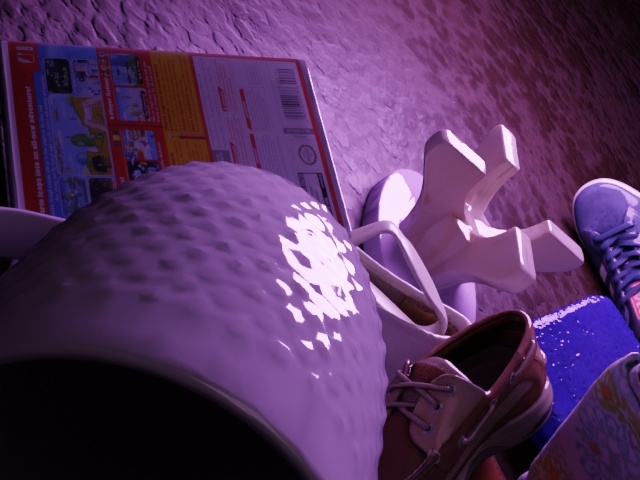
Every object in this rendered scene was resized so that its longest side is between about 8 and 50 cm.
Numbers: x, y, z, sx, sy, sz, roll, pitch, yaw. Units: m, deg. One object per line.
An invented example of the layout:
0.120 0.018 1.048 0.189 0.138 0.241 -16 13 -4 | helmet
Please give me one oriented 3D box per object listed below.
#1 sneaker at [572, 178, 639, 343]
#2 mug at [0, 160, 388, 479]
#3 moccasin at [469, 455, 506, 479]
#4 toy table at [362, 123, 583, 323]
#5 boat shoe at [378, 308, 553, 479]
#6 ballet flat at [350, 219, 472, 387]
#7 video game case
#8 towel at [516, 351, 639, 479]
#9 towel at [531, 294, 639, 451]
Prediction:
0.481 0.068 1.728 0.350 0.131 0.148 59 27 4 | sneaker
-0.135 0.078 0.775 0.374 0.276 0.328 20 30 0 | mug
0.221 0.357 1.082 0.139 0.147 0.380 -2 63 -55 | moccasin
0.165 -0.006 1.334 0.252 0.161 0.274 29 39 -38 | toy table
0.092 0.159 1.043 0.324 0.123 0.116 -32 126 -42 | boat shoe
0.000 0.000 1.122 0.400 0.139 0.139 43 33 -20 | ballet flat
-0.126 -0.082 1.008 0.285 0.025 0.204 0 58 -23 | video game case
0.326 0.300 1.086 0.090 0.374 0.320 -16 62 -17 | towel
0.340 0.226 1.384 0.228 0.076 0.308 -15 70 -40 | towel
